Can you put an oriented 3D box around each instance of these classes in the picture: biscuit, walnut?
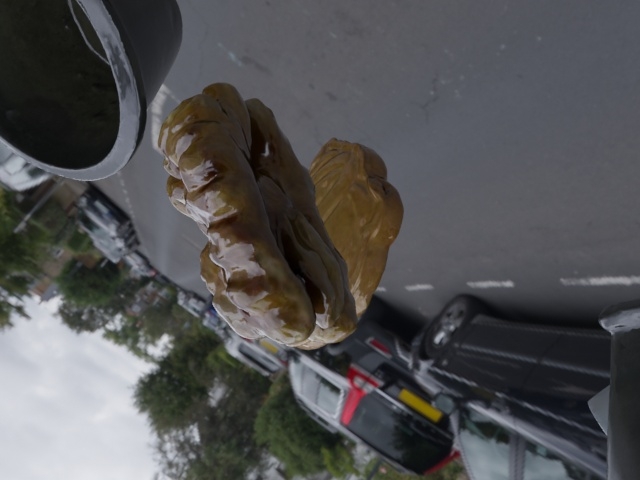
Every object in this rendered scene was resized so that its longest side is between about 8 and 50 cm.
[{"bbox_3d":[0.000,0.000,0.979,0.057,0.312,0.351,23,-149,-23],"label":"biscuit"},{"bbox_3d":[-0.041,-0.012,0.399,0.143,0.069,0.170,17,-132,-61],"label":"walnut"}]

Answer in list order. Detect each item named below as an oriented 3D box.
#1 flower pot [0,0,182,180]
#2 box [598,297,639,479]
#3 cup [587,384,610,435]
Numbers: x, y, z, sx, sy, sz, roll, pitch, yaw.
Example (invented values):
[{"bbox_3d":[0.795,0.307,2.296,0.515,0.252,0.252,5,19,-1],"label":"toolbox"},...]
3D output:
[{"bbox_3d":[-0.252,-0.214,0.686,0.269,0.166,0.269,18,132,20],"label":"flower pot"},{"bbox_3d":[0.309,0.119,0.230,0.251,0.204,0.345,17,160,-12],"label":"box"},{"bbox_3d":[0.569,0.241,0.893,0.259,0.274,0.357,54,-163,25],"label":"cup"}]
